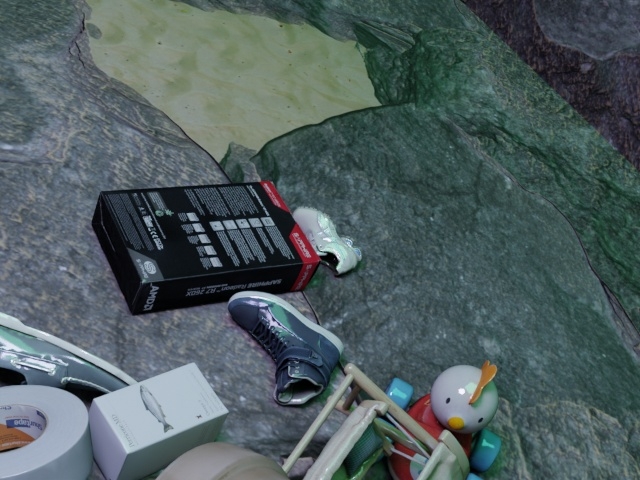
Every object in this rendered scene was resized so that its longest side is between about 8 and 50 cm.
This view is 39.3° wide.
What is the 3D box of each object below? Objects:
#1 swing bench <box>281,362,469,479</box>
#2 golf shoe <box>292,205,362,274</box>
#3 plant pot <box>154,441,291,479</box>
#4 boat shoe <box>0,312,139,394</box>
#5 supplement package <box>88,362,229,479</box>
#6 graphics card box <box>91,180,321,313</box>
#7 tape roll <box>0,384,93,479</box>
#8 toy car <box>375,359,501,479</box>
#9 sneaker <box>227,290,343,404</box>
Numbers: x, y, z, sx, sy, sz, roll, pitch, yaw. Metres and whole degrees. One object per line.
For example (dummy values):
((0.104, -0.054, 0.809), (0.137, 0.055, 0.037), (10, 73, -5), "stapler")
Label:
((0.064, 0.369, 1.318), (0.255, 0.165, 0.253), (34, 60, 8), "swing bench")
((0.000, 0.000, 1.828), (0.176, 0.069, 0.086), (39, 46, 15), "golf shoe")
((-0.042, 0.418, 1.009), (0.281, 0.323, 0.323), (8, 30, 29), "plant pot")
((-0.426, 0.191, 1.366), (0.320, 0.116, 0.099), (26, 75, -10), "boat shoe")
((-0.248, 0.276, 1.346), (0.179, 0.105, 0.105), (-17, 57, -41), "supplement package")
((-0.212, 0.003, 1.677), (0.371, 0.094, 0.232), (-6, 50, -36), "graphics card box")
((-0.417, 0.280, 1.195), (0.219, 0.072, 0.219), (-1, 22, 0), "tape roll")
((0.219, 0.296, 1.490), (0.219, 0.238, 0.210), (30, 39, 3), "toy car")
((-0.077, 0.188, 1.557), (0.226, 0.086, 0.163), (28, 36, -1), "sneaker")
